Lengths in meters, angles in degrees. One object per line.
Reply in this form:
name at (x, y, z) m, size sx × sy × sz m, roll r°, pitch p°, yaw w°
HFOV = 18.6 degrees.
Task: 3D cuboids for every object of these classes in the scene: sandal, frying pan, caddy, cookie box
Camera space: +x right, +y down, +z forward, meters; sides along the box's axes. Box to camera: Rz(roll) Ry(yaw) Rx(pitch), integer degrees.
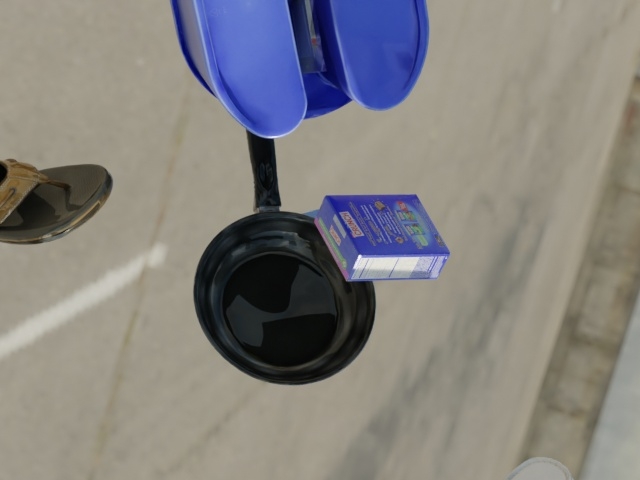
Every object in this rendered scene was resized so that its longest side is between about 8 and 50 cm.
sandal at (-0.307, -0.047, 1.851) m, size 0.060 × 0.219 × 0.090 m, roll 78°, pitch 18°, yaw -50°
frying pan at (-0.072, 0.010, 2.081) m, size 0.197 × 0.326 × 0.053 m, roll -26°, pitch 165°, yaw -22°
caddy at (-0.028, -0.265, 1.901) m, size 0.179 × 0.241 × 0.341 m, roll -121°, pitch -162°, yaw -63°
cookie box at (0.061, -0.004, 1.947) m, size 0.092 × 0.107 × 0.040 m, roll 62°, pitch -39°, yaw 40°

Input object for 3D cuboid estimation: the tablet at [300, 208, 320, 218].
tablet at (0.000, 0.000, 2.305) m, size 0.054 × 0.083 × 0.006 m, roll -15°, pitch 151°, yaw -35°

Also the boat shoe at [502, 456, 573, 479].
boat shoe at (0.176, 0.272, 1.792) m, size 0.277 × 0.098 × 0.096 m, roll -53°, pitch 146°, yaw -52°
